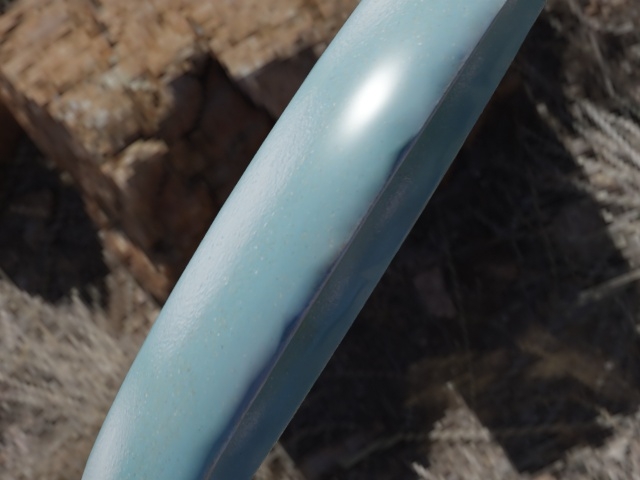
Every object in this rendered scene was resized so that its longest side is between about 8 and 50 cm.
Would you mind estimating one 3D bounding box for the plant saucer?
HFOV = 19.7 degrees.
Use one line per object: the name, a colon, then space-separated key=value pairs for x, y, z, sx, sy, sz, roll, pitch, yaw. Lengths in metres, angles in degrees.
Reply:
plant saucer: x=0.000 y=0.000 z=0.658 sx=0.043 sy=0.317 sz=0.318 roll=31 pitch=69 yaw=4
